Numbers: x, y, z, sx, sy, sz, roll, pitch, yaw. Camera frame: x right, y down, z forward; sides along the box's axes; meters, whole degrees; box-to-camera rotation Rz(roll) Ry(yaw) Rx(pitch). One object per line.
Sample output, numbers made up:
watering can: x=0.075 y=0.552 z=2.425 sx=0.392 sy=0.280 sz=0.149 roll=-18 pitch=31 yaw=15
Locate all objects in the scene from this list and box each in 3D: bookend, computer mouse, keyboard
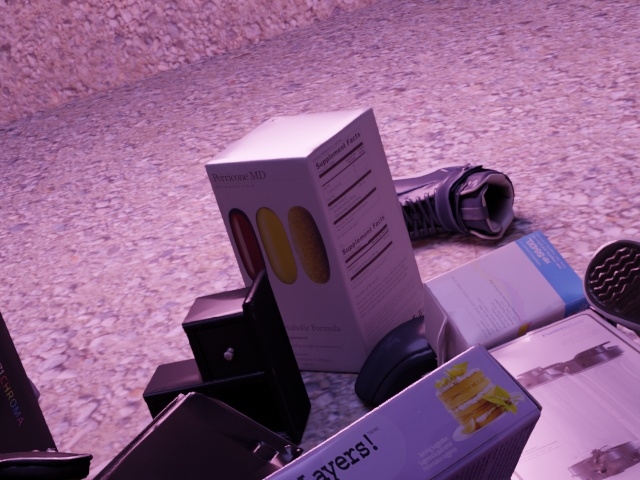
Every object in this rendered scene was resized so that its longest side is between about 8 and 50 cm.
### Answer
bookend: x=-0.108 y=0.126 z=1.237 sx=0.156 sy=0.157 sz=0.072 roll=-11 pitch=21 yaw=15
computer mouse: x=0.151 y=0.077 z=1.288 sx=0.262 sy=0.060 sz=0.184 roll=-16 pitch=22 yaw=2
keyboard: x=-0.106 y=0.250 z=0.987 sx=0.201 sy=0.033 sz=0.317 roll=28 pitch=39 yaw=15

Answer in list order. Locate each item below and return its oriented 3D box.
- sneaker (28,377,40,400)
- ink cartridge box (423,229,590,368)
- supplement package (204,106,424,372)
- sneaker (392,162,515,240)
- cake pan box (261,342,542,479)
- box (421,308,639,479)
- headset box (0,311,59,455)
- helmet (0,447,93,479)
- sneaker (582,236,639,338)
sneaker: x=-0.474 y=0.165 z=1.466 sx=0.319 sy=0.131 sz=0.112 roll=-8 pitch=22 yaw=23
ink cartridge box: x=0.160 y=0.073 z=1.164 sx=0.143 sy=0.092 sz=0.090 roll=-22 pitch=51 yaw=-13
supplement package: x=0.000 y=0.000 z=1.343 sx=0.139 sy=0.244 sz=0.134 roll=-2 pitch=25 yaw=36
sneaker: x=0.127 y=-0.033 z=1.548 sx=0.226 sy=0.086 sz=0.163 roll=-23 pitch=19 yaw=-17
cake pan box: x=0.011 y=0.212 z=0.827 sx=0.245 sy=0.267 sz=0.070 roll=-28 pitch=60 yaw=-24
box: x=0.209 y=0.164 z=0.983 sx=0.169 sy=0.087 sz=0.290 roll=-21 pitch=21 yaw=-10
headset box: x=-0.429 y=0.156 z=1.295 sx=0.283 sy=0.246 sz=0.131 roll=-5 pitch=24 yaw=28
helmet: x=-0.253 y=0.250 z=1.028 sx=0.161 sy=0.169 sz=0.169 roll=-10 pitch=14 yaw=-32
sneaker: x=0.360 y=0.086 z=1.050 sx=0.290 sy=0.123 sz=0.106 roll=35 pitch=94 yaw=42
